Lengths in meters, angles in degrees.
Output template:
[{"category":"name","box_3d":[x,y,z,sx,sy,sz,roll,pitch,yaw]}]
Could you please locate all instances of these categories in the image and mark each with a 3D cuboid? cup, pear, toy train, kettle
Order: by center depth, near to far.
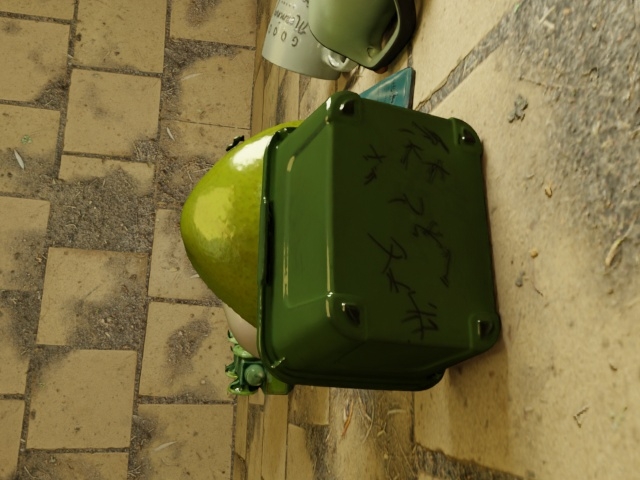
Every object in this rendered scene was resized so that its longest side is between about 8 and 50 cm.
[{"category":"pear","box_3d":[0.000,0.000,0.943,0.318,0.343,0.238,57,155,24]},{"category":"kettle","box_3d":[0.077,-0.418,1.063,0.240,0.165,0.255,60,158,15]},{"category":"cup","box_3d":[0.010,-0.478,1.396,0.258,0.186,0.234,42,124,37]},{"category":"toy train","box_3d":[-0.180,0.353,1.868,0.272,0.188,0.159,-142,57,-73]}]

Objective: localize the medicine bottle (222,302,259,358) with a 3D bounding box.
[{"category":"medicine bottle","box_3d":[-0.108,0.115,1.445,0.235,0.236,0.406,115,139,-59]}]

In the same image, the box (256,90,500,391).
[{"category":"box","box_3d":[0.067,-0.003,0.744,0.178,0.253,0.328,137,136,-59]}]

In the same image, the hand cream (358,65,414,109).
[{"category":"hand cream","box_3d":[0.108,-0.242,1.109,0.224,0.048,0.083,-168,85,-73]}]
